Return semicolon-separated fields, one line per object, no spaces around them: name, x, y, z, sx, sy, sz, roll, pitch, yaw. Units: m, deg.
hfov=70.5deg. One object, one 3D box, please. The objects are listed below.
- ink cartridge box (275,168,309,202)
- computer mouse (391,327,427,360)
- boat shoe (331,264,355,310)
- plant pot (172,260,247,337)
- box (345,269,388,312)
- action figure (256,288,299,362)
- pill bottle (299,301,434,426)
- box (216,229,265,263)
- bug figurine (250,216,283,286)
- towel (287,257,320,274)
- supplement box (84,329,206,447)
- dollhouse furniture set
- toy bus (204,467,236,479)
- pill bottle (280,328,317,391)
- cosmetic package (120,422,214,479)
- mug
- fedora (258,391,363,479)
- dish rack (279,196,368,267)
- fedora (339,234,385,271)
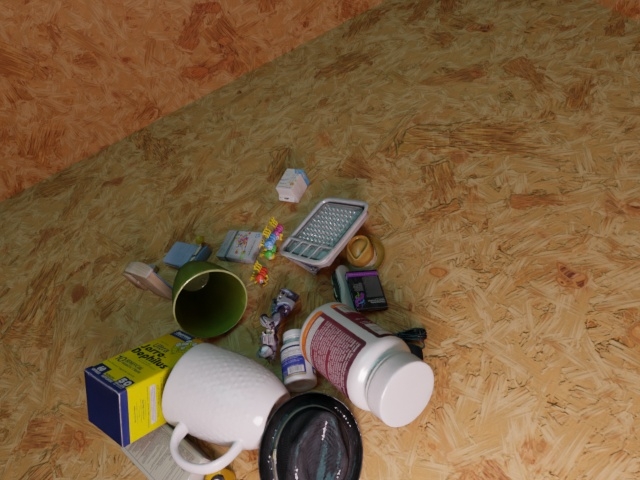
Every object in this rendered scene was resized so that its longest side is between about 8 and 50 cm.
ink cartridge box;-0.130;-0.244;2.065;0.092;0.090;0.143;9;58;29
computer mouse;0.252;0.392;1.400;0.189;0.072;0.272;-13;50;13
boat shoe;0.088;0.195;1.638;0.070;0.078;0.219;-47;39;35
plant pot;-0.464;0.190;1.781;0.275;0.274;0.293;-40;32;-10
box;0.161;0.177;1.603;0.116;0.029;0.162;-3;50;-14
action figure;-0.168;0.306;1.603;0.099;0.185;0.285;19;43;3
pill bottle;0.124;0.349;1.323;0.224;0.224;0.392;-45;33;-14
box;-0.347;0.026;1.983;0.186;0.038;0.145;5;57;26
bug figurine;-0.206;0.039;1.806;0.072;0.279;0.216;19;41;-2
towel;0.000;0.000;1.853;0.209;0.034;0.285;26;66;39
supplement box;-0.551;0.468;1.496;0.194;0.195;0.356;15;19;32
dollhouse furniture set;-0.692;0.066;1.998;0.286;0.198;0.303;12;59;31
toy bus;-0.295;0.829;1.274;0.130;0.108;0.332;-23;48;8
pill bottle;-0.077;0.398;1.516;0.112;0.112;0.186;-19;48;9
cosmetic package;-0.477;0.695;1.447;0.296;0.129;0.153;22;64;36
mug;-0.294;0.527;1.383;0.328;0.276;0.374;12;40;24
fedora;-0.011;0.582;1.229;0.334;0.152;0.334;5;68;-12
dish rack;0.023;-0.028;1.765;0.286;0.072;0.333;13;57;49
fedora;0.150;0.043;1.719;0.194;0.079;0.194;-12;51;15
